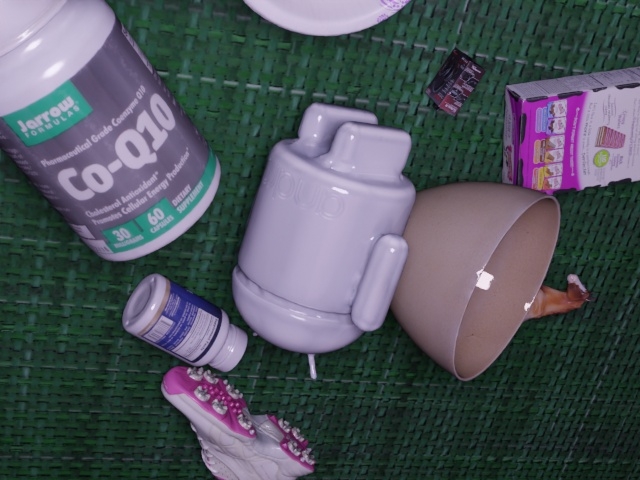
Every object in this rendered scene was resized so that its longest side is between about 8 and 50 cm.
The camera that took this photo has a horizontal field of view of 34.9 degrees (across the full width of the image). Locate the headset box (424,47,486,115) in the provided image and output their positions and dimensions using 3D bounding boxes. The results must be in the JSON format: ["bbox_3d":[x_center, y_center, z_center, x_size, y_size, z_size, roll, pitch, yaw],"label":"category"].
[{"bbox_3d":[0.183,-0.215,1.405,0.032,0.062,0.083,27,109,-26],"label":"headset box"}]

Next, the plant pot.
[{"bbox_3d":[0.187,0.029,1.447,0.284,0.191,0.284,-40,145,-35],"label":"plant pot"}]

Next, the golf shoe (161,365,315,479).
[{"bbox_3d":[-0.146,0.310,1.582,0.140,0.115,0.306,-42,120,13],"label":"golf shoe"}]

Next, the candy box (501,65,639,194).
[{"bbox_3d":[0.386,-0.159,1.488,0.234,0.071,0.159,-8,120,-10],"label":"candy box"}]

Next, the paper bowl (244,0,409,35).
[{"bbox_3d":[0.002,-0.397,1.204,0.284,0.148,0.284,-6,119,-12],"label":"paper bowl"}]

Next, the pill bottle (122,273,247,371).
[{"bbox_3d":[-0.192,0.125,1.474,0.169,0.094,0.094,33,106,-28],"label":"pill bottle"}]

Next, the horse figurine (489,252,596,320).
[{"bbox_3d":[0.280,0.105,1.611,0.263,0.066,0.174,-40,115,6],"label":"horse figurine"}]

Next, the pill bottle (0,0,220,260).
[{"bbox_3d":[-0.291,-0.163,1.209,0.204,0.204,0.361,-32,126,4],"label":"pill bottle"}]

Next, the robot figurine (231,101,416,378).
[{"bbox_3d":[0.000,0.000,1.350,0.200,0.300,0.353,4,112,-37],"label":"robot figurine"}]
